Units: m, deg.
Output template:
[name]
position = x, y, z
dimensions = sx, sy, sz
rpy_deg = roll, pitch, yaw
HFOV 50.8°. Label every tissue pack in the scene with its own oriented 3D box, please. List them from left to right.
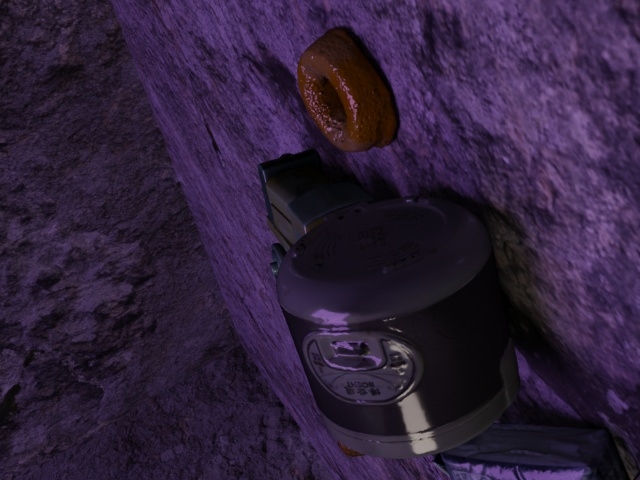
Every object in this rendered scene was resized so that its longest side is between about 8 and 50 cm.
[tissue pack]
position = 0.318, 0.399, 0.900
dimensions = 0.227, 0.103, 0.316
rpy_deg = -13, 107, 48

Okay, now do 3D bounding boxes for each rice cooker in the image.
[rice cooker]
position = 0.096, 0.110, 0.860
dimensions = 0.288, 0.288, 0.277
rpy_deg = 30, 141, 59

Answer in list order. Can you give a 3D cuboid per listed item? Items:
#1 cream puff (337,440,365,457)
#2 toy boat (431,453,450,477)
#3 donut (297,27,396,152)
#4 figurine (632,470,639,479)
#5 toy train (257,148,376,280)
[cream puff]
position = 0.138, 0.408, 1.501
dimensions = 0.168, 0.183, 0.184
rpy_deg = 8, 130, 37
[toy boat]
position = 0.224, 0.361, 1.035
dimensions = 0.291, 0.066, 0.221
rpy_deg = 43, -141, -33
[donut]
position = 0.030, -0.198, 0.932
dimensions = 0.178, 0.065, 0.162
rpy_deg = 55, 162, 20
[figurine]
position = 0.386, 0.314, 0.681
dimensions = 0.153, 0.132, 0.132
rpy_deg = 27, 145, 40
[toy train]
position = 0.000, 0.000, 1.154
dimensions = 0.397, 0.160, 0.254
rpy_deg = -132, 27, -61
